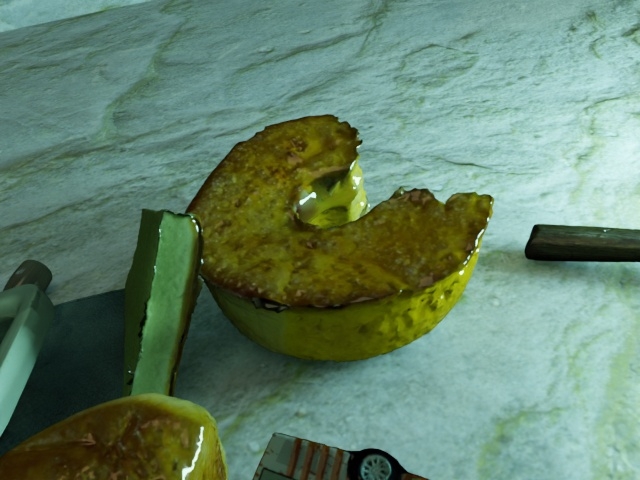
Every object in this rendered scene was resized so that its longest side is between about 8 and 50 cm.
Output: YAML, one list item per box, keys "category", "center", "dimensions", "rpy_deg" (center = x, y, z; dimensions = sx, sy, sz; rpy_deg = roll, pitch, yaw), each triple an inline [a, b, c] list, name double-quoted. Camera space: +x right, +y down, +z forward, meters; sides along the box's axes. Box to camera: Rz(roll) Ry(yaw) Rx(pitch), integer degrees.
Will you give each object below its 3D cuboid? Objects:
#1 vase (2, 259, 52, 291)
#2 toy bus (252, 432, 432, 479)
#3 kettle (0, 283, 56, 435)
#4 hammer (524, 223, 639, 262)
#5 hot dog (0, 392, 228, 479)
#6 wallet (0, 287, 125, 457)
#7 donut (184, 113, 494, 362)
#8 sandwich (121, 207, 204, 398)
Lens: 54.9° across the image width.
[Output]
- category: "vase"
  center: [-0.453, 0.081, 0.929]
  dimensions: [0.053, 0.053, 0.100]
  rpy_deg: [3, 42, 13]
- category: "toy bus"
  center: [0.129, 0.277, 0.559]
  dimensions: [0.409, 0.093, 0.092]
  rpy_deg: [11, 49, 23]
- category: "kettle"
  center: [-0.458, 0.183, 0.646]
  dimensions: [0.205, 0.265, 0.318]
  rpy_deg: [32, 28, -21]
- category: "hammer"
  center: [0.503, 0.010, 0.871]
  dimensions: [0.409, 0.095, 0.242]
  rpy_deg: [1, 38, 18]
- category: "hot dog"
  center: [-0.207, 0.303, 0.445]
  dimensions: [0.223, 0.185, 0.405]
  rpy_deg: [-1, 37, 7]
- category: "wallet"
  center: [-0.294, 0.201, 0.755]
  dimensions: [0.191, 0.046, 0.379]
  rpy_deg: [-10, 39, -4]
- category: "donut"
  center: [0.000, 0.000, 0.884]
  dimensions: [0.378, 0.163, 0.435]
  rpy_deg: [-25, 43, -20]
- category: "sandwich"
  center: [-0.210, 0.081, 0.776]
  dimensions: [0.063, 0.245, 0.212]
  rpy_deg: [13, -1, -23]
